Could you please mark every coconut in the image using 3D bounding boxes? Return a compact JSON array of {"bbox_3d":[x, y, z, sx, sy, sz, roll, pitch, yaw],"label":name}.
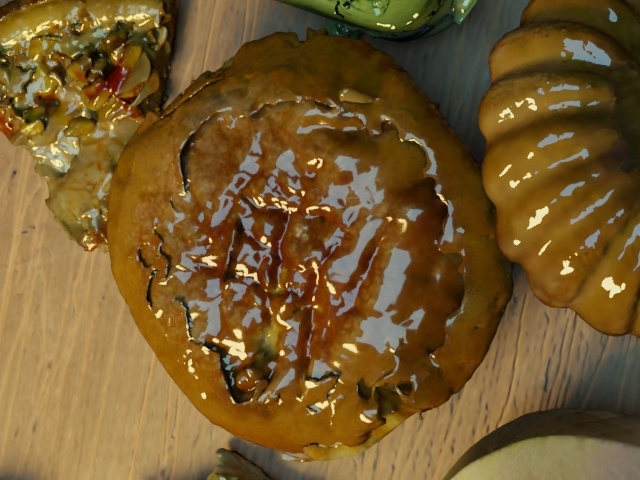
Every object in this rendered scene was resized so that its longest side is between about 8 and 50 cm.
[{"bbox_3d":[0.206,0.267,1.082,0.259,0.259,0.259,1,94,16],"label":"coconut"}]

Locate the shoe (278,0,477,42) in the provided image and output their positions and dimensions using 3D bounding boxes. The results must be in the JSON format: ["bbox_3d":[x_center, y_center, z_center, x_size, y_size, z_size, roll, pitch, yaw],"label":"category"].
[{"bbox_3d":[0.026,-0.249,1.163,0.262,0.128,0.140,32,94,41],"label":"shoe"}]

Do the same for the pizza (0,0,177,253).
[{"bbox_3d":[-0.274,-0.129,1.289,0.251,0.074,0.288,10,95,18],"label":"pizza"}]

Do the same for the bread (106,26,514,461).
[{"bbox_3d":[0.001,0.003,1.150,0.337,0.204,0.358,-35,80,18],"label":"bread"}]

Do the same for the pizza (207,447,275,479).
[{"bbox_3d":[-0.108,0.327,1.237,0.323,0.089,0.223,-27,81,1],"label":"pizza"}]

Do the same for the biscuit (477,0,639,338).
[{"bbox_3d":[0.283,-0.077,1.038,0.325,0.107,0.326,2,83,-15],"label":"biscuit"}]
